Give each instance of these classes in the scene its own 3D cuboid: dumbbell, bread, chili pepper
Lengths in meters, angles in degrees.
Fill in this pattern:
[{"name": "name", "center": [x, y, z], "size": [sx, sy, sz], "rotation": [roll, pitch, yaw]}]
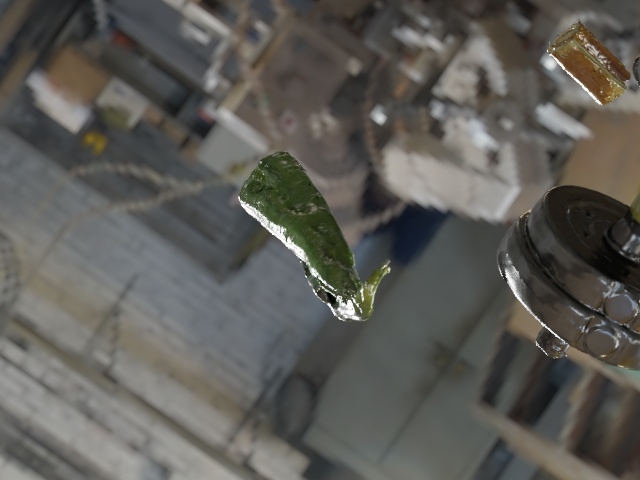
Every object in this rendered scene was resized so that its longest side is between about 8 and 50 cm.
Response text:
[{"name": "dumbbell", "center": [0.298, -0.047, 1.698], "size": [0.185, 0.388, 0.185], "rotation": [24, -151, -14]}, {"name": "bread", "center": [0.260, -0.170, 1.922], "size": [0.083, 0.047, 0.036], "rotation": [41, -145, -21]}, {"name": "chili pepper", "center": [0.000, 0.000, 2.147], "size": [0.076, 0.085, 0.359], "rotation": [41, -176, -32]}]
